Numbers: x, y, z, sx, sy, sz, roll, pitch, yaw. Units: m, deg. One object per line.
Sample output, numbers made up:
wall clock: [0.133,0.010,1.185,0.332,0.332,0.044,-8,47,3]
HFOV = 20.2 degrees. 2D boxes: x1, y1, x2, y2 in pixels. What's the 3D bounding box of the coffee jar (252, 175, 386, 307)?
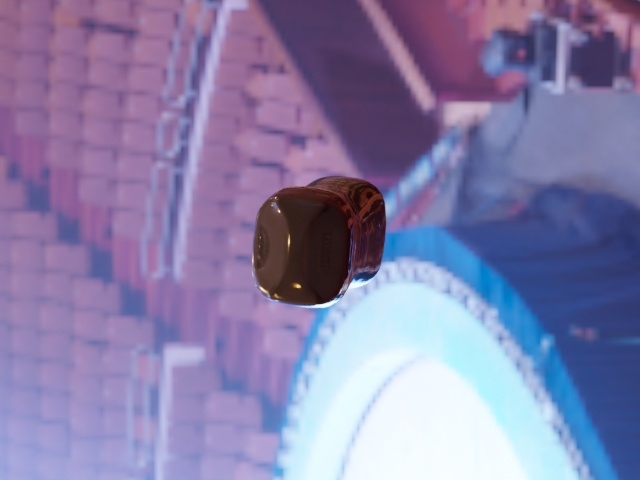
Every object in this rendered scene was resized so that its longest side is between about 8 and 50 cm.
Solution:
coffee jar: [0.000,0.000,1.452,0.184,0.079,0.096,-22,-63,-77]
